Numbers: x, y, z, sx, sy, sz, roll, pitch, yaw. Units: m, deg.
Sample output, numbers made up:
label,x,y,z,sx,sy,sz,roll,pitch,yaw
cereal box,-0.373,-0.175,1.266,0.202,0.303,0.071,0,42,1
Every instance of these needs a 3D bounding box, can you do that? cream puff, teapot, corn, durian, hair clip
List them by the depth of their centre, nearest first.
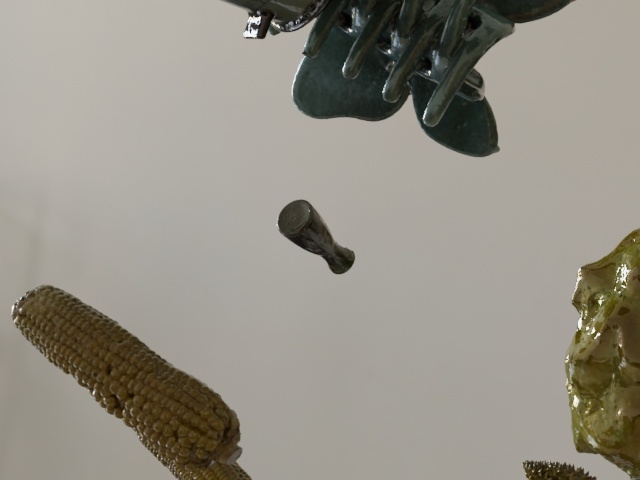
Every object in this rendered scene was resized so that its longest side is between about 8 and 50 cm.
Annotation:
label,x,y,z,sx,sy,sz,roll,pitch,yaw
cream puff,0.332,0.105,1.314,0.281,0.282,0.185,11,-4,-33
teapot,0.000,0.000,1.441,0.042,0.043,0.110,3,-24,34
corn,-0.222,0.156,1.613,0.319,0.097,0.097,35,1,16
hair clip,0.105,-0.279,1.748,0.318,0.392,0.238,34,16,22
corn,-0.160,0.297,1.890,0.231,0.080,0.080,39,10,28
durian,0.360,0.385,1.951,0.102,0.146,0.208,-28,-49,13

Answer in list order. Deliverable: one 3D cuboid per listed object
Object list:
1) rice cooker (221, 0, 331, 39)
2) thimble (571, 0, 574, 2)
label,x,y,z,sx,sy,sz,roll,pitch,yaw
rice cooker,-0.058,-0.365,1.553,0.227,0.281,0.241,16,-1,-26
thimble,0.302,-0.449,1.934,0.239,0.162,0.239,11,-44,11
